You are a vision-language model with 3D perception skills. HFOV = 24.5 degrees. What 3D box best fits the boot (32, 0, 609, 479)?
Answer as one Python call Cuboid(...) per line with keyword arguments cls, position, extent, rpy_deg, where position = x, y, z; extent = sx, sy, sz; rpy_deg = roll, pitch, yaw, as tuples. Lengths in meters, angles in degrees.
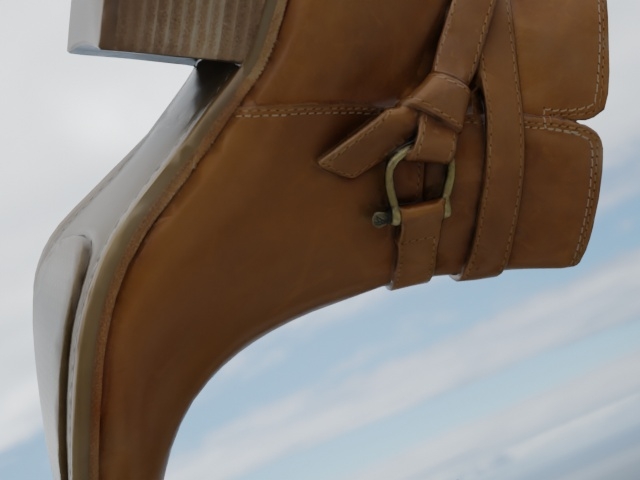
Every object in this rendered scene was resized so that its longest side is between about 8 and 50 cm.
Cuboid(cls="boot", position=(0.000, 0.000, 0.608), extent=(0.220, 0.283, 0.109), rpy_deg=(5, 6, -21))
